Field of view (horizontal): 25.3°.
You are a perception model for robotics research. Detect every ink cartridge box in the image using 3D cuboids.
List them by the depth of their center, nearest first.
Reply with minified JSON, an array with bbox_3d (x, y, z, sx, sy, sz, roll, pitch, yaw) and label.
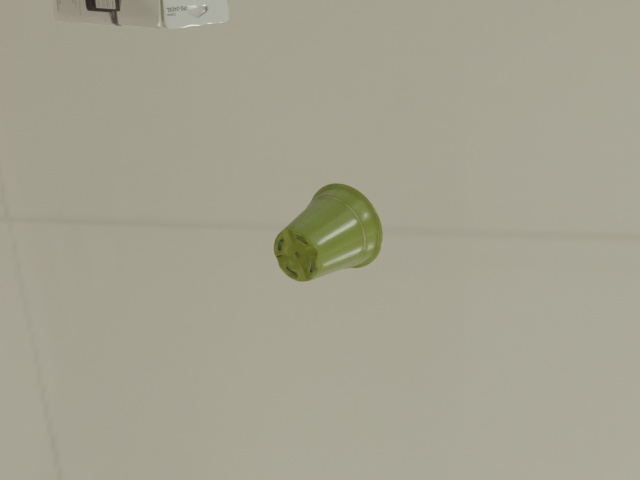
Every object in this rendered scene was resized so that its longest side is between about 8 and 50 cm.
[{"bbox_3d":[-0.183,-0.255,1.458,0.109,0.150,0.063,-21,115,-53],"label":"ink cartridge box"}]

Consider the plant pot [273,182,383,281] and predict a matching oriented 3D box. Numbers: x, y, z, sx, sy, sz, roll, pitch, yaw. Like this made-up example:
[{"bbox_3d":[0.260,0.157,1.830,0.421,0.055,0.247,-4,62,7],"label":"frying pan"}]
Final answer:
[{"bbox_3d":[0.000,0.000,1.287,0.079,0.083,0.083,-30,128,-46],"label":"plant pot"}]
